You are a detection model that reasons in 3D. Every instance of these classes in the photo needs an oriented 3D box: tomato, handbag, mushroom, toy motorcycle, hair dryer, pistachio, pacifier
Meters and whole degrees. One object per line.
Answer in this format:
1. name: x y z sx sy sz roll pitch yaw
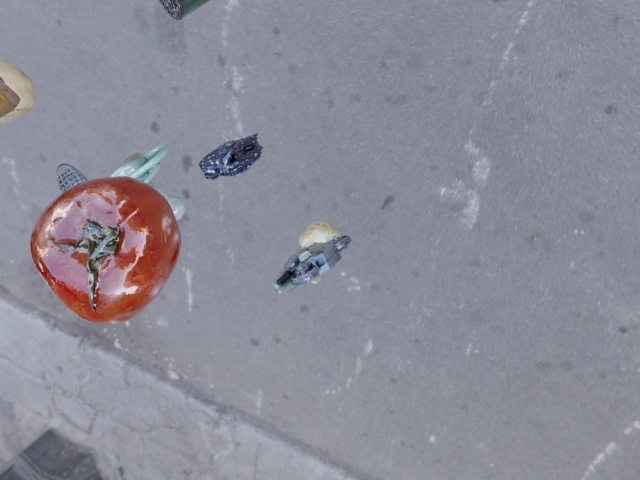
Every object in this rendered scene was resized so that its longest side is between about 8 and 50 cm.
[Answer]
1. tomato: -0.262 0.012 0.653 0.187 0.151 0.187 0 78 -1
2. handbag: -0.313 -0.302 1.844 0.162 0.260 0.113 -12 114 31
3. mushroom: 0.000 0.000 1.734 0.148 0.112 0.148 -4 124 -6
4. toy motorcycle: -0.023 0.044 0.940 0.124 0.193 0.061 -23 101 34
5. hair dryer: -0.236 -0.451 0.773 0.057 0.100 0.198 16 146 48
6. pistachio: -0.980 -0.424 1.435 0.214 0.318 0.193 43 122 21
7. pacifier: -0.570 -0.176 1.734 0.288 0.343 0.269 -41 117 13

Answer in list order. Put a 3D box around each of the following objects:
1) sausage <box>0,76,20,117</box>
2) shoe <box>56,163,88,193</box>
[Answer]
1. sausage: -0.565 -0.152 0.725 0.270 0.109 0.109 -43 92 2
2. shoe: -0.690 -0.141 1.466 0.077 0.074 0.194 42 164 53
